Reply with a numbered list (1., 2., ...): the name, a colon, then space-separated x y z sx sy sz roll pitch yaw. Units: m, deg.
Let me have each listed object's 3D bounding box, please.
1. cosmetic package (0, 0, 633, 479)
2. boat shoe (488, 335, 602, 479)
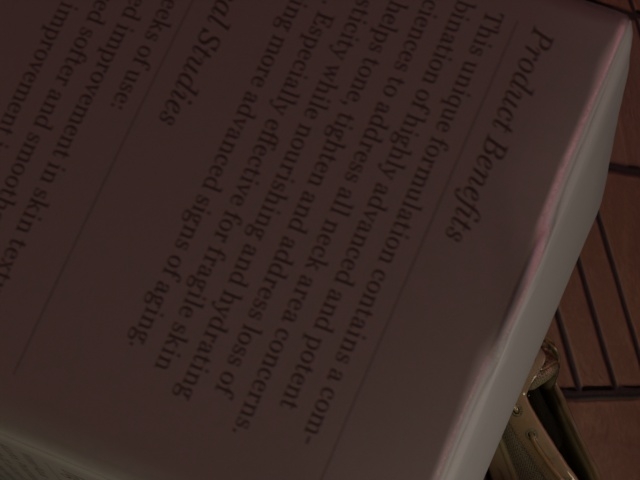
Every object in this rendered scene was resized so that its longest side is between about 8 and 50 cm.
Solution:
1. cosmetic package: -0.068 0.005 1.119 0.327 0.394 0.329 80 34 -72
2. boat shoe: 0.188 0.124 1.849 0.109 0.098 0.302 -10 79 -56
